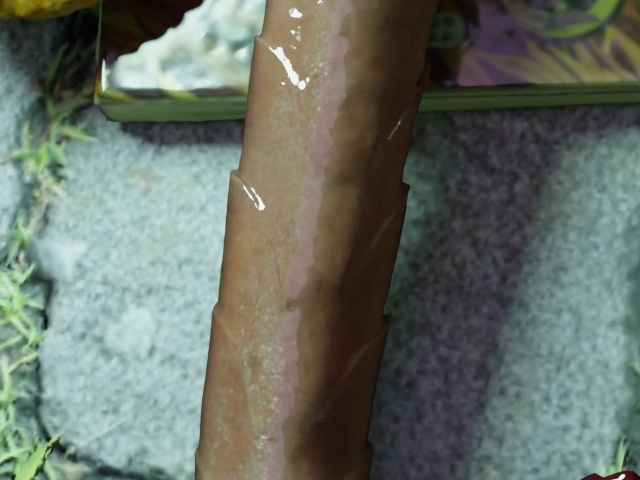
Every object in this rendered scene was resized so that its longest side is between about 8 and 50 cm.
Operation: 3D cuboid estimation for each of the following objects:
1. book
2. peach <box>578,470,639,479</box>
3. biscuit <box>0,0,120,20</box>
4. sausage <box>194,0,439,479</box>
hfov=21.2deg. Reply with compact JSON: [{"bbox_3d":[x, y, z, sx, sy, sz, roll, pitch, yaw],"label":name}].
[{"bbox_3d":[0.038,-0.273,0.886,0.300,0.039,0.428,-2,76,14],"label":"book"},{"bbox_3d":[0.093,0.255,0.491,0.335,0.406,0.310,-15,100,-5],"label":"peach"},{"bbox_3d":[-0.150,-0.230,0.861,0.253,0.035,0.254,-1,76,3],"label":"biscuit"},{"bbox_3d":[-0.002,-0.001,0.781,0.087,0.088,0.433,8,86,16],"label":"sausage"}]
